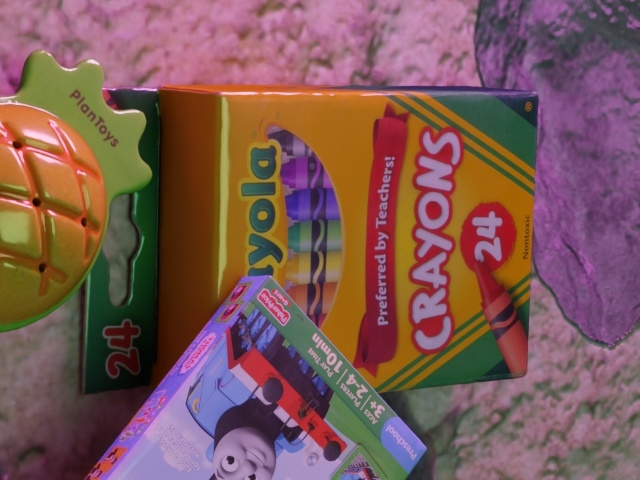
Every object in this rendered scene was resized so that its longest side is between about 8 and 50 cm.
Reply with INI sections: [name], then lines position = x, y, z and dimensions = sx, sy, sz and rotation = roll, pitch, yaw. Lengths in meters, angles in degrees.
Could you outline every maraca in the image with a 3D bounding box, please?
[maraca]
position = -0.173, -0.029, 1.130
dimensions = 0.127, 0.099, 0.186
rotation = 51, 59, -21

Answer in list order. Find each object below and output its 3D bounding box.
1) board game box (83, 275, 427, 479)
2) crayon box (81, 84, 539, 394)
[board game box]
position = -0.049, 0.152, 1.159
dimensions = 0.160, 0.039, 0.211
rotation = 48, 64, -21
[crayon box]
position = 0.000, 0.000, 1.273
dimensions = 0.318, 0.081, 0.202
rotation = -4, 99, -36
